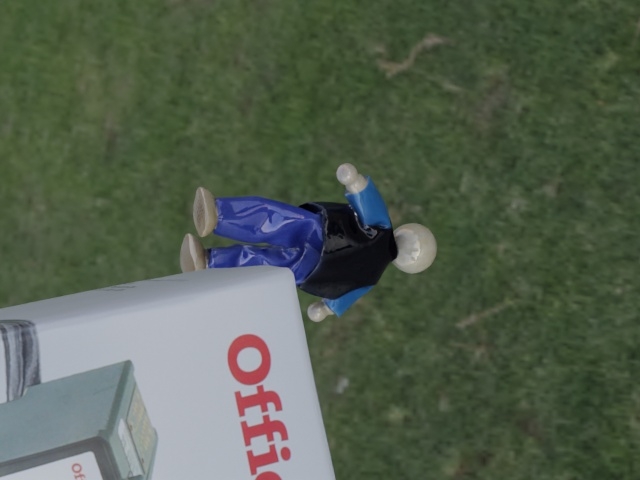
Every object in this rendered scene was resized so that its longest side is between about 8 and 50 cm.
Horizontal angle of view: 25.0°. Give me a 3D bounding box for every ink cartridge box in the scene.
[{"bbox_3d":[-0.137,0.136,0.563,0.121,0.289,0.211,174,84,-69],"label":"ink cartridge box"}]

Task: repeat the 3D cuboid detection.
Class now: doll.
[{"bbox_3d":[0.000,0.000,1.035,0.046,0.189,0.129,-121,42,-55],"label":"doll"}]
